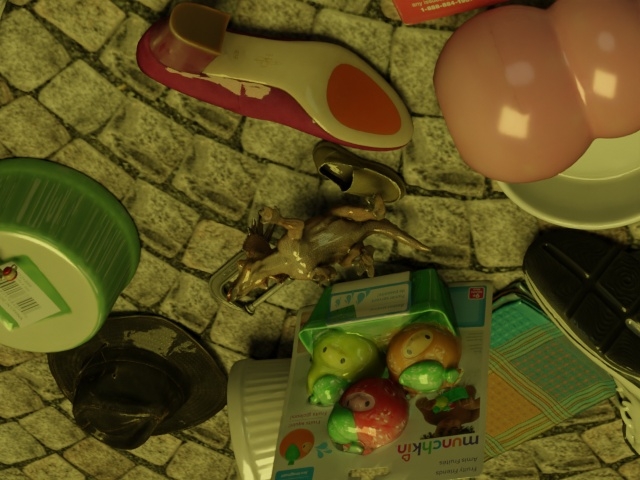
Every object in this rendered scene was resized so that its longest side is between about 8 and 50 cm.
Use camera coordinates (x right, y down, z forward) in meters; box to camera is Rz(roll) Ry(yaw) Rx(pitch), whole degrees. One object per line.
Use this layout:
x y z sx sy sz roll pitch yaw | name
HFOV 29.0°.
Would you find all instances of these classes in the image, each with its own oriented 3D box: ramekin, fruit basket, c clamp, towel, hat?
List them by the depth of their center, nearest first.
0.087 0.205 1.820 0.327 0.353 0.165 -10 129 22 | fruit basket
-0.446 0.035 1.928 0.303 0.148 0.303 7 133 7 | ramekin
-0.096 0.074 1.968 0.160 0.022 0.137 -32 118 33 | c clamp
0.286 0.234 2.013 0.271 0.040 0.370 37 129 -19 | towel
-0.049 0.316 2.022 0.127 0.273 0.273 -14 128 10 | ramekin
-0.330 0.273 2.128 0.331 0.134 0.331 7 132 8 | hat

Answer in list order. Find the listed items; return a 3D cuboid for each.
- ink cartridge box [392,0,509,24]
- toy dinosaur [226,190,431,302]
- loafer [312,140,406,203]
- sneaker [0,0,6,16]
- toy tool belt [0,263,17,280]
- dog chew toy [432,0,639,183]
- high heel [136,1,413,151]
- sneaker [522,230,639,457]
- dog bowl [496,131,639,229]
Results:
0.153 -0.442 1.308 0.279 0.160 0.385 -9 139 22 | ink cartridge box
0.000 0.000 1.809 0.295 0.200 0.127 -12 91 -10 | toy dinosaur
0.052 -0.087 1.769 0.148 0.050 0.056 24 132 -8 | loafer
-0.546 -0.272 1.705 0.169 0.108 0.292 38 127 -16 | sneaker
-0.490 0.043 1.809 0.083 0.052 0.051 -10 137 20 | toy tool belt
0.300 -0.196 1.400 0.331 0.207 0.207 -21 125 13 | dog chew toy
-0.062 -0.207 1.681 0.377 0.127 0.181 27 160 -17 | high heel
0.445 0.195 1.822 0.447 0.169 0.257 41 150 8 | sneaker
0.352 -0.145 1.611 0.264 0.104 0.265 7 132 7 | dog bowl
